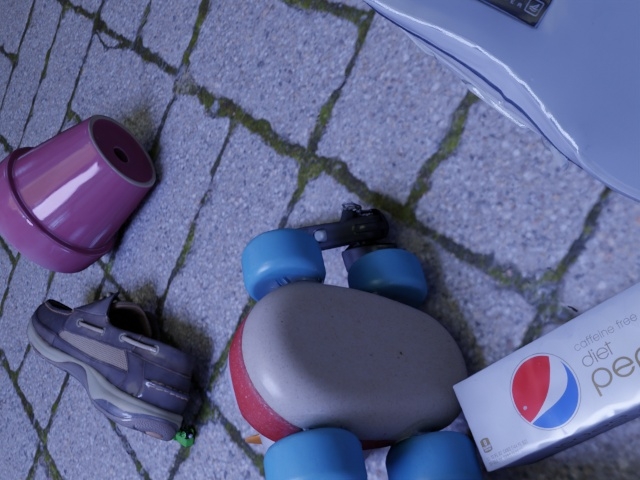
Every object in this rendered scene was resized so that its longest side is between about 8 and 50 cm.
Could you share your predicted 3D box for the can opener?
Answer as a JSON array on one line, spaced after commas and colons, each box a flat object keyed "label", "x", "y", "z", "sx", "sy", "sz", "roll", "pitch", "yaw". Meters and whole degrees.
[{"label": "can opener", "x": 0.000, "y": 0.000, "z": 0.723, "sx": 0.186, "sy": 0.059, "sz": 0.073, "roll": -3, "pitch": 80, "yaw": 44}]

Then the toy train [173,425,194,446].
[{"label": "toy train", "x": -0.193, "y": 0.249, "z": 0.898, "sx": 0.083, "sy": 0.017, "sz": 0.023, "roll": 11, "pitch": 101, "yaw": 45}]

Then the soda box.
[{"label": "soda box", "x": 0.207, "y": 0.093, "z": 0.495, "sx": 0.216, "sy": 0.069, "sz": 0.074, "roll": -39, "pitch": 57, "yaw": 32}]

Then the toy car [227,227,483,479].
[{"label": "toy car", "x": -0.009, "y": 0.152, "z": 0.620, "sx": 0.238, "sy": 0.210, "sz": 0.219, "roll": -52, "pitch": 38, "yaw": 42}]

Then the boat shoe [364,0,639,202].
[{"label": "boat shoe", "x": 0.174, "y": -0.143, "z": 0.533, "sx": 0.367, "sy": 0.156, "sz": 0.135, "roll": 34, "pitch": 103, "yaw": 13}]

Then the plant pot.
[{"label": "plant pot", "x": -0.352, "y": -0.081, "z": 1.008, "sx": 0.180, "sy": 0.201, "sz": 0.201, "roll": -35, "pitch": 58, "yaw": 17}]

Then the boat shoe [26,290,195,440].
[{"label": "boat shoe", "x": -0.281, "y": 0.145, "z": 0.946, "sx": 0.355, "sy": 0.132, "sz": 0.130, "roll": 22, "pitch": 77, "yaw": 41}]
